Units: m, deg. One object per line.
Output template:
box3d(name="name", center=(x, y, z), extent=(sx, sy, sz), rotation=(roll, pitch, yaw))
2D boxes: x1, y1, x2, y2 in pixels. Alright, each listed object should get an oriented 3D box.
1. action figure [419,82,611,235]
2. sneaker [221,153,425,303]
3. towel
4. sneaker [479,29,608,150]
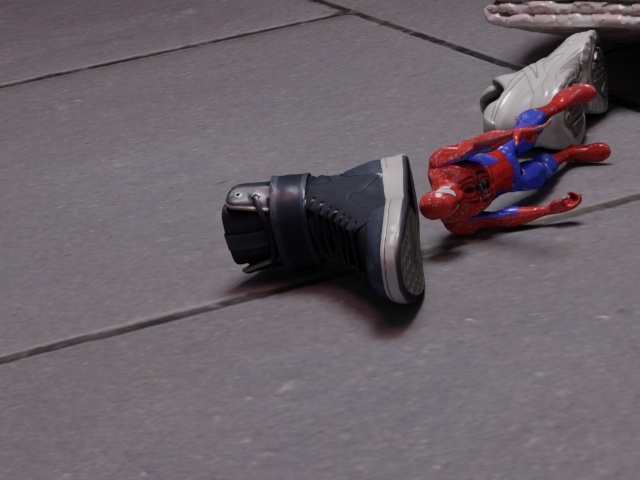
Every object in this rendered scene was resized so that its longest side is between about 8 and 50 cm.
box3d(name="action figure", center=(0.196, -0.073, 1.760), extent=(0.139, 0.091, 0.280), rotation=(-8, 13, 42))
box3d(name="sneaker", center=(0.000, 0.002, 1.636), extent=(0.163, 0.086, 0.226), rotation=(-9, 19, 4))
box3d(name="towel", center=(0.390, -0.241, 2.135), extent=(0.332, 0.053, 0.317), rotation=(7, 4, 37))
box3d(name="sneaker", center=(0.222, -0.154, 2.023), extent=(0.115, 0.090, 0.232), rotation=(-4, 17, 24))
